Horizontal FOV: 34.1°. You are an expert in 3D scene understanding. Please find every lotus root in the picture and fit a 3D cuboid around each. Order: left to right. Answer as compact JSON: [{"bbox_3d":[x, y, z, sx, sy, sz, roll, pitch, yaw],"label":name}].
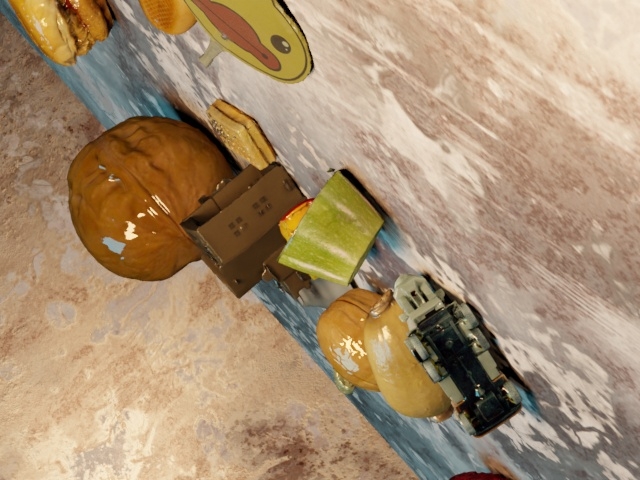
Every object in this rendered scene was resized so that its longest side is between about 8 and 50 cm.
[{"bbox_3d":[0.162,0.210,1.783,0.131,0.146,0.303,-89,-23,-51],"label":"lotus root"}]

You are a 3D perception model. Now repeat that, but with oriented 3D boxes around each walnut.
[{"bbox_3d":[-0.362,-0.094,2.222,0.308,0.354,0.398,38,178,-40],"label":"walnut"},{"bbox_3d":[0.088,0.185,1.932,0.197,0.165,0.165,48,170,22],"label":"walnut"}]

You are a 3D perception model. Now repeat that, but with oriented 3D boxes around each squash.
[{"bbox_3d":[0.020,-0.014,1.573,0.123,0.170,0.170,31,167,5],"label":"squash"}]

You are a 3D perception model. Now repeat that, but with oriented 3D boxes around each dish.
[{"bbox_3d":[-0.055,0.048,2.179,0.316,0.106,0.316,46,169,12],"label":"dish"}]

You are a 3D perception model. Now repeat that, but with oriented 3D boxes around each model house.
[{"bbox_3d":[-0.114,0.002,1.976,0.243,0.211,0.204,53,170,-19],"label":"model house"}]

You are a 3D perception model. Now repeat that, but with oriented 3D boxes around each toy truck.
[{"bbox_3d":[0.203,0.171,1.613,0.256,0.108,0.140,56,180,-23],"label":"toy truck"}]

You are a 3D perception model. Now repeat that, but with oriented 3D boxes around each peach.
[{"bbox_3d":[0.001,-0.004,1.757,0.151,0.118,0.151,8,161,3],"label":"peach"}]

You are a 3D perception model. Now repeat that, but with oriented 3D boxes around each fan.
[{"bbox_3d":[-0.117,-0.280,1.383,0.229,0.011,0.335,40,163,-9],"label":"fan"}]

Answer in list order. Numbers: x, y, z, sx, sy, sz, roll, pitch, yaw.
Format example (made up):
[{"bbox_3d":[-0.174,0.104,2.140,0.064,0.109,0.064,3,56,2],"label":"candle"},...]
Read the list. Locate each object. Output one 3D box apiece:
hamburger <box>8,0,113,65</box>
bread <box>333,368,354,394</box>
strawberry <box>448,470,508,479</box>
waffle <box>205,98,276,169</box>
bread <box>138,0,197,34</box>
[{"bbox_3d":[-0.539,-0.479,2.108,0.244,0.163,0.244,47,171,10],"label":"hamburger"},{"bbox_3d":[0.066,0.204,2.136,0.064,0.232,0.172,14,122,0],"label":"bread"},{"bbox_3d":[0.366,0.613,2.234,0.274,0.274,0.220,49,132,-1],"label":"strawberry"},{"bbox_3d":[-0.144,-0.191,1.870,0.148,0.042,0.102,36,163,51],"label":"waffle"},{"bbox_3d":[-0.210,-0.359,1.464,0.114,0.077,0.189,28,164,0],"label":"bread"}]
